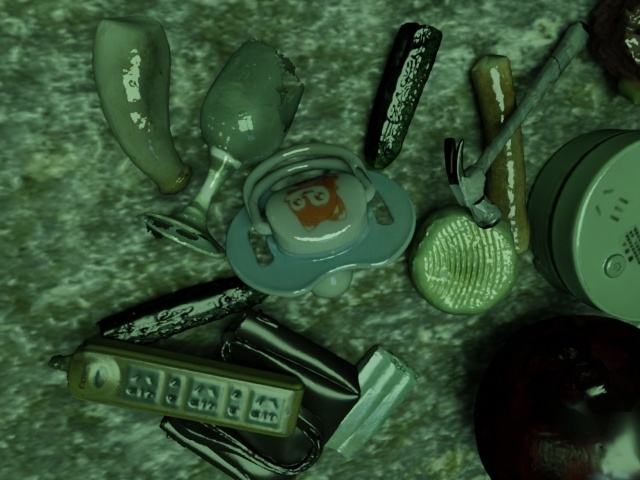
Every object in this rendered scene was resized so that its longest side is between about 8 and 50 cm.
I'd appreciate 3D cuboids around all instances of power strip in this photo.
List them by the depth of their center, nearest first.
[{"bbox_3d":[-0.220,0.221,0.964,0.388,0.066,0.092,12,97,-4],"label":"power strip"},{"bbox_3d":[0.568,-0.040,1.146,0.358,0.161,0.357,-3,103,-13],"label":"power strip"}]

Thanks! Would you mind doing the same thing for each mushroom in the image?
[{"bbox_3d":[-0.264,-0.193,0.934,0.118,0.103,0.270,-25,115,-45],"label":"mushroom"}]

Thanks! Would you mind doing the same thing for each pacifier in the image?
[{"bbox_3d":[0.000,0.000,1.021,0.300,0.244,0.233,-17,137,-7],"label":"pacifier"}]

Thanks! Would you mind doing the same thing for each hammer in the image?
[{"bbox_3d":[0.342,-0.214,1.047,0.427,0.044,0.152,-49,117,-22],"label":"hammer"}]

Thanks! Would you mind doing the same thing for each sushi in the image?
[{"bbox_3d":[0.596,-0.338,1.081,0.270,0.171,0.236,20,97,-15],"label":"sushi"}]

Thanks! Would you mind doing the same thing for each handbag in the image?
[{"bbox_3d":[-0.103,0.277,1.065,0.257,0.113,0.285,35,104,-13],"label":"handbag"}]

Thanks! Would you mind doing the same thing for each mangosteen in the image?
[{"bbox_3d":[0.485,0.324,1.109,0.421,0.381,0.380,24,96,-27],"label":"mangosteen"}]

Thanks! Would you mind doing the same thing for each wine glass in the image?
[{"bbox_3d":[-0.136,-0.134,0.924,0.143,0.143,0.321,28,78,-18],"label":"wine glass"}]

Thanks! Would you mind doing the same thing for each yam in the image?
[{"bbox_3d":[0.317,-0.143,1.106,0.081,0.081,0.356,-16,105,-10],"label":"yam"}]

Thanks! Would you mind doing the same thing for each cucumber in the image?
[{"bbox_3d":[0.126,-0.232,1.037,0.075,0.074,0.241,17,99,-17],"label":"cucumber"},{"bbox_3d":[-0.213,0.110,1.037,0.300,0.072,0.072,-20,107,-11],"label":"cucumber"}]

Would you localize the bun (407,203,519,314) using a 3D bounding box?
[{"bbox_3d":[0.247,0.029,1.101,0.196,0.118,0.195,3,106,11],"label":"bun"}]

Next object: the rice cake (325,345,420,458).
[{"bbox_3d":[0.078,0.297,1.167,0.124,0.038,0.211,37,92,-18],"label":"rice cake"}]

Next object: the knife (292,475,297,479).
[{"bbox_3d":[-0.090,0.489,1.181,0.035,0.018,0.247,27,96,-21],"label":"knife"}]
